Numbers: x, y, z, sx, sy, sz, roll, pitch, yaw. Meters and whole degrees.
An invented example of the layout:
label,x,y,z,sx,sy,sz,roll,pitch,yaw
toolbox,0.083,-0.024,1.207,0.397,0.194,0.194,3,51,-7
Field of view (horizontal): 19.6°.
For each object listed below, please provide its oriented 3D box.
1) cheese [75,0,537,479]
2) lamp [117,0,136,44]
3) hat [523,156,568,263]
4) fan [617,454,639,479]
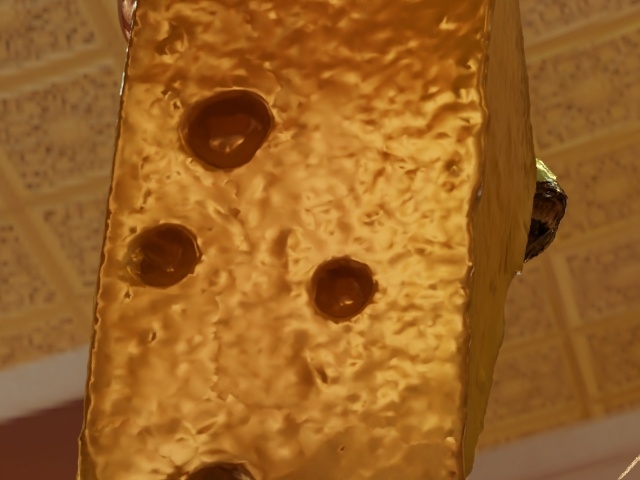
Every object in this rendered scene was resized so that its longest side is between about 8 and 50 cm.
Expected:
label,x,y,z,sx,sy,sz,roll,pitch,yaw
cheese,0.000,0.000,0.453,0.093,0.171,0.126,0,-44,10
lamp,-0.062,-0.177,1.508,0.223,0.223,0.196,24,-65,-37
hat,0.076,-0.021,0.921,0.077,0.059,0.076,-11,-34,-11
fan,0.061,0.126,0.643,0.329,0.009,0.191,-47,-18,-7
